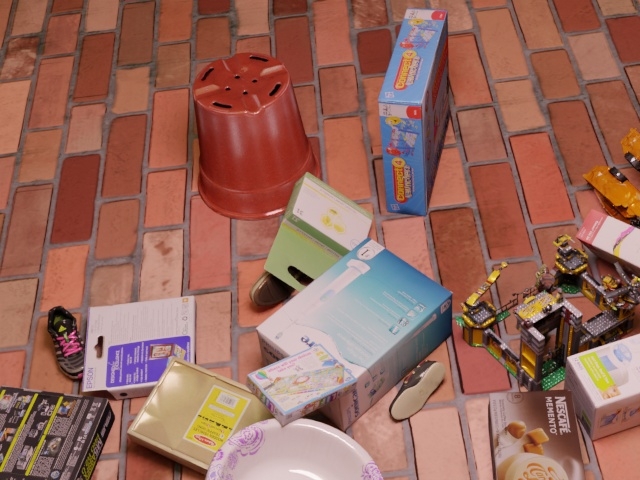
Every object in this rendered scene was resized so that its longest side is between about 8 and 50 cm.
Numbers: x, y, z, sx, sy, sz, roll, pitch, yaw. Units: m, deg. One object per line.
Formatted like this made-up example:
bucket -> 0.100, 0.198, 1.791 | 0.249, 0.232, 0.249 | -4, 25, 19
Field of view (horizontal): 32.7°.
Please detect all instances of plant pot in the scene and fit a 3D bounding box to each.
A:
plant pot -> -0.147, -0.231, 2.285 | 0.272, 0.265, 0.272 | -4, 46, 4

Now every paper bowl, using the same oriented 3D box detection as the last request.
paper bowl -> -0.046, 0.428, 1.693 | 0.284, 0.148, 0.284 | 8, 43, -7

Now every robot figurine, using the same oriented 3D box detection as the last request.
robot figurine -> 0.660, -0.084, 2.121 | 0.211, 0.085, 0.291 | -45, 50, 9

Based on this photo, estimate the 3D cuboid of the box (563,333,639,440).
box -> 0.531, 0.239, 1.848 | 0.203, 0.103, 0.114 | -16, 47, -7

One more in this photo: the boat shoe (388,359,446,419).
boat shoe -> 0.166, 0.264, 1.922 | 0.133, 0.049, 0.042 | -45, 28, -22

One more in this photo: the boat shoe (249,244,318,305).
boat shoe -> -0.080, 0.066, 2.138 | 0.072, 0.068, 0.190 | 16, 38, 39

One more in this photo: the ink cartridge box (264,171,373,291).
ink cartridge box -> 0.000, 0.000, 2.127 | 0.171, 0.056, 0.235 | 33, 46, -16

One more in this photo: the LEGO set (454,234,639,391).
LEGO set -> 0.413, 0.102, 1.934 | 0.331, 0.192, 0.255 | -22, 47, -13

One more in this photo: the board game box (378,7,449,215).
board game box -> 0.198, -0.265, 2.242 | 0.086, 0.302, 0.308 | 6, 47, 14

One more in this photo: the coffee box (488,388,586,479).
coffee box -> 0.348, 0.369, 1.753 | 0.141, 0.098, 0.246 | -2, 46, 6

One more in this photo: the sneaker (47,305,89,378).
sneaker -> -0.481, 0.188, 2.064 | 0.063, 0.075, 0.170 | -22, 48, -13

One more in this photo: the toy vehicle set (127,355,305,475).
toy vehicle set -> -0.180, 0.321, 1.888 | 0.267, 0.035, 0.166 | 21, 60, 18

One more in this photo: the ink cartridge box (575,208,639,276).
ink cartridge box -> 0.584, 0.023, 2.004 | 0.198, 0.115, 0.067 | 30, 89, 41

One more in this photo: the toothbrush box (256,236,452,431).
toothbrush box -> 0.065, 0.163, 1.972 | 0.216, 0.126, 0.295 | 34, 59, 32

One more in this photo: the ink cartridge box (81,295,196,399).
ink cartridge box -> -0.337, 0.201, 2.050 | 0.208, 0.045, 0.206 | -6, 47, 0

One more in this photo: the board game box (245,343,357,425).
board game box -> -0.030, 0.234, 1.790 | 0.154, 0.026, 0.103 | -20, 47, -34

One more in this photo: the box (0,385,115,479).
box -> -0.503, 0.386, 1.890 | 0.216, 0.060, 0.270 | 4, 47, 13
